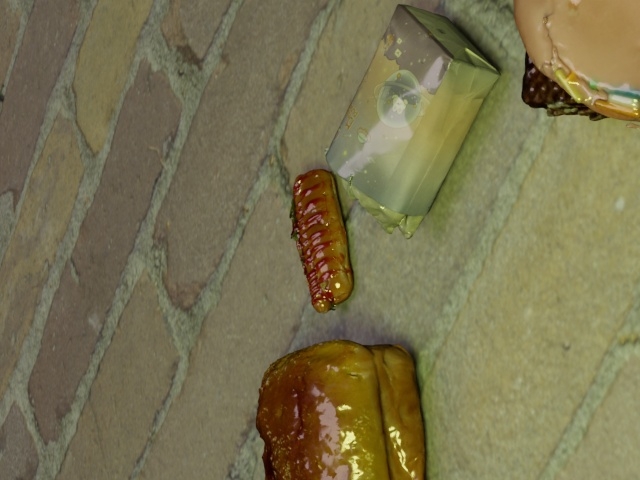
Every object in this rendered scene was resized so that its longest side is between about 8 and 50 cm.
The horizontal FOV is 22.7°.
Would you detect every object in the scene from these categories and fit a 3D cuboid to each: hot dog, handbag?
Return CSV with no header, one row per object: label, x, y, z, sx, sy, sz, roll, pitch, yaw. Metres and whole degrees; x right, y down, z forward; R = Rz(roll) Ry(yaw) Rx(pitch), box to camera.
hot dog,-0.001,0.000,1.502,0.062,0.038,0.144,-40,52,50
handbag,0.071,-0.099,1.346,0.173,0.095,0.117,-65,32,23

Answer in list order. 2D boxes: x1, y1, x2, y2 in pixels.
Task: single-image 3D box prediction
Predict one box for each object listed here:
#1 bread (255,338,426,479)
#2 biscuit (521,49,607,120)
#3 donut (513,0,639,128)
bread,0.017,0.278,1.357,0.185,0.109,0.380,-27,64,55
biscuit,0.222,-0.280,1.142,0.107,0.073,0.388,8,92,58
donut,0.238,-0.159,1.004,0.233,0.085,0.199,-11,67,28
